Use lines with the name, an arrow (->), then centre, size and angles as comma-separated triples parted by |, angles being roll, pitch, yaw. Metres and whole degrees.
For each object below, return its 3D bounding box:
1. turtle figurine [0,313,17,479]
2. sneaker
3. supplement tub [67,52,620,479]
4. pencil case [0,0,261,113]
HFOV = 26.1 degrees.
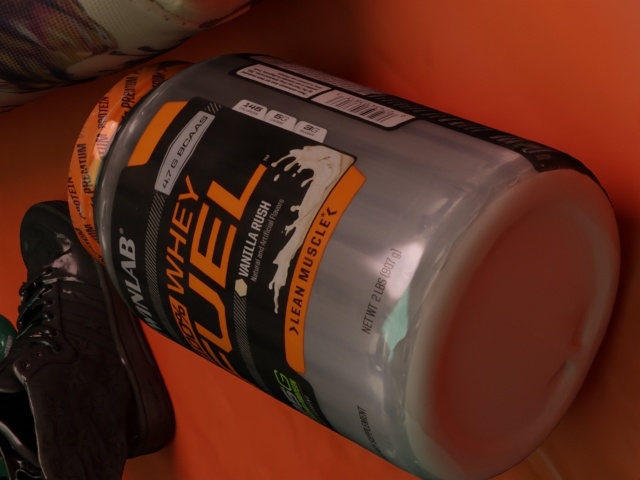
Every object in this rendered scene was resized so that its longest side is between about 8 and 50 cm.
turtle figurine -> -0.230, 0.119, 0.751 | 0.234, 0.118, 0.175 | -31, 80, 49
sneaker -> -0.129, 0.058, 0.658 | 0.051, 0.089, 0.170 | -42, 68, 41
supplement tub -> 0.000, 0.000, 0.499 | 0.190, 0.117, 0.117 | 23, 113, 41
pencil case -> -0.181, -0.142, 0.626 | 0.410, 0.160, 0.183 | -10, 73, 46
